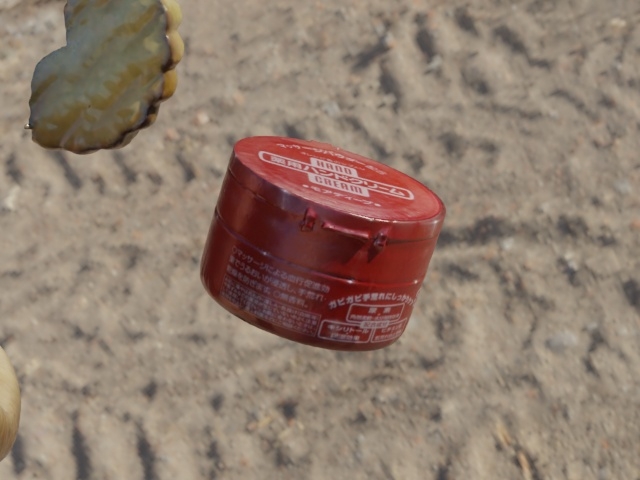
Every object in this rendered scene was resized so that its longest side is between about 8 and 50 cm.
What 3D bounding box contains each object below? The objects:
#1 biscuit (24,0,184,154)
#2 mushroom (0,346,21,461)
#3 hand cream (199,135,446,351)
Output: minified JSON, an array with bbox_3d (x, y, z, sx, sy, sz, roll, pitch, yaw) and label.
[{"bbox_3d":[-0.167,-0.147,1.113,0.118,0.183,0.061,24,16,7],"label":"biscuit"},{"bbox_3d":[-0.313,0.049,0.998,0.146,0.278,0.278,-32,35,-7],"label":"mushroom"},{"bbox_3d":[0.000,0.000,1.160,0.193,0.193,0.125,44,120,54],"label":"hand cream"}]
